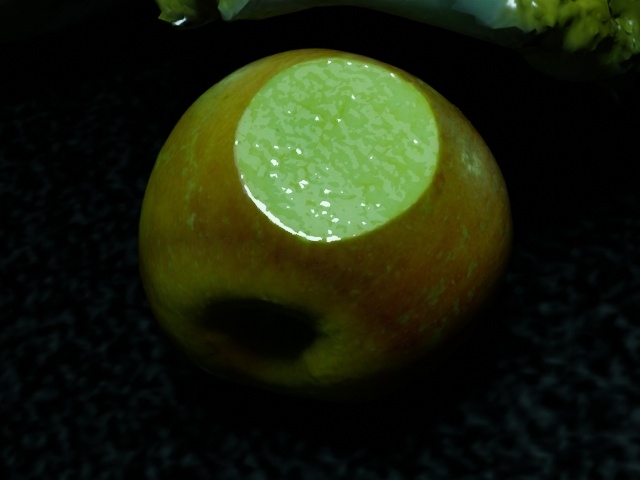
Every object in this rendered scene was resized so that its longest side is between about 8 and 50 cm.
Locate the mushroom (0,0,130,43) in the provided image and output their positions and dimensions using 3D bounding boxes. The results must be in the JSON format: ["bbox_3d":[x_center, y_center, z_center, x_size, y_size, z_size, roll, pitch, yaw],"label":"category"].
[{"bbox_3d":[-0.150,-0.208,0.687,0.243,0.243,0.243,-9,41,8],"label":"mushroom"}]

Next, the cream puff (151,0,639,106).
[{"bbox_3d":[0.051,-0.132,0.544,0.281,0.282,0.185,-11,69,5],"label":"cream puff"}]

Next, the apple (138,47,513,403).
[{"bbox_3d":[0.000,0.000,0.507,0.114,0.099,0.102,28,62,8],"label":"apple"}]
